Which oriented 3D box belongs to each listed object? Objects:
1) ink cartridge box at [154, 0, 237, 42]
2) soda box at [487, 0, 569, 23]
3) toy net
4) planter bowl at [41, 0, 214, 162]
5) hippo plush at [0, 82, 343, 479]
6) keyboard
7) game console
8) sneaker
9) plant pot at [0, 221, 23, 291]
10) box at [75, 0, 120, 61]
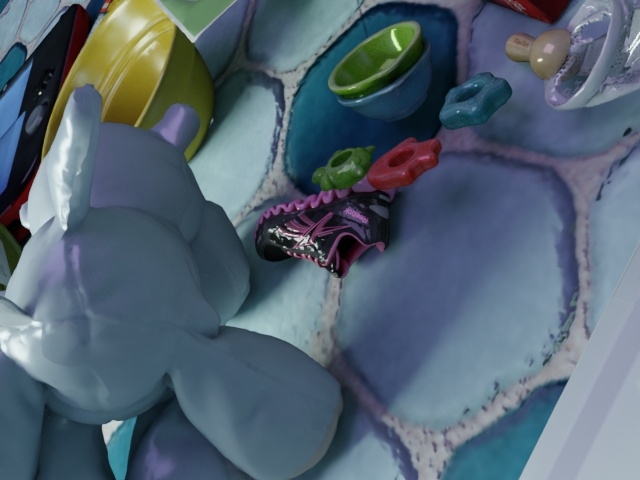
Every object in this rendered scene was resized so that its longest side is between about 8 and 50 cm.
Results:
[{"bbox_3d":[-0.027,-0.251,0.654,0.235,0.056,0.171,-44,40,4],"label":"ink cartridge box"},{"bbox_3d":[0.159,-0.264,0.460,0.263,0.084,0.092,-57,38,10],"label":"soda box"},{"bbox_3d":[0.088,-0.088,0.437,0.232,0.045,0.122,-7,39,45],"label":"toy net"},{"bbox_3d":[-0.161,-0.121,0.747,0.217,0.090,0.217,-28,49,37],"label":"planter bowl"},{"bbox_3d":[-0.148,0.039,0.506,0.234,0.294,0.236,-32,35,5],"label":"hippo plush"},{"bbox_3d":[0.145,0.059,0.347,0.072,0.014,0.255,27,90,48],"label":"keyboard"},{"bbox_3d":[-0.438,-0.100,1.088,0.387,0.060,0.341,-35,46,31],"label":"game console"},{"bbox_3d":[0.000,0.000,0.529,0.119,0.047,0.057,-24,64,42],"label":"sneaker"},{"bbox_3d":[-0.470,0.091,0.881,0.294,0.275,0.274,-34,43,9],"label":"plant pot"},{"bbox_3d":[-0.240,-0.243,0.963,0.137,0.027,0.093,20,84,53],"label":"box"}]
